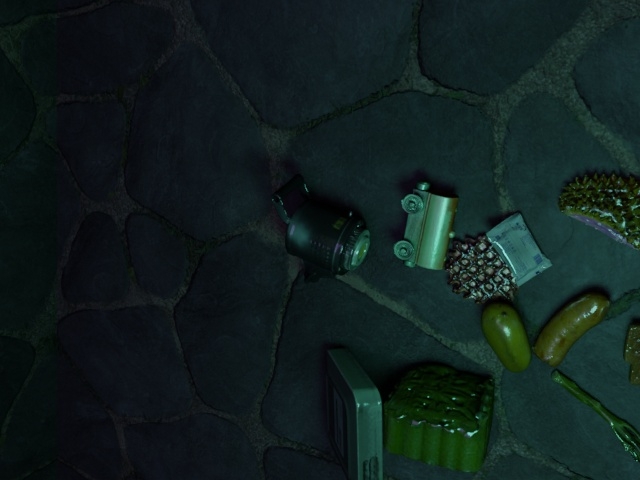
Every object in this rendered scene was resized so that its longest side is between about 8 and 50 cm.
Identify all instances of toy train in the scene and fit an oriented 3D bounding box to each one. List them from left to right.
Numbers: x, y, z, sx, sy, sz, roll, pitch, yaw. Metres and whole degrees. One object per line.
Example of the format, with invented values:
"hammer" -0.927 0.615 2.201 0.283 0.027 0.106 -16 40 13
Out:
"toy train" 0.336 -0.040 1.798 0.177 0.116 0.286 16 110 22

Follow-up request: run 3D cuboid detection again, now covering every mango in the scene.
"mango" 0.568 0.303 1.756 0.156 0.114 0.251 17 129 67

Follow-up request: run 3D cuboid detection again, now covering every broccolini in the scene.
"broccolini" 0.849 0.546 1.718 0.392 0.074 0.079 39 111 11

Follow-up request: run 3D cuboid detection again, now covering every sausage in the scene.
"sausage" 0.735 0.251 1.683 0.109 0.109 0.270 40 119 12

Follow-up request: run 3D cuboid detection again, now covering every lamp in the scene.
"lamp" 0.027 -0.019 1.908 0.272 0.205 0.374 4 122 31

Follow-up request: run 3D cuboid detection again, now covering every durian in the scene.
"durian" 0.820 -0.078 1.542 0.341 0.112 0.191 34 118 18

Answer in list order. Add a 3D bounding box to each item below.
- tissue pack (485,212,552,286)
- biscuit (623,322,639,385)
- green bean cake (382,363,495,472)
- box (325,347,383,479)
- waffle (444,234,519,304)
"tissue pack" 0.588 0.025 1.704 0.122 0.026 0.193 -33 94 0
"biscuit" 0.975 0.338 1.605 0.278 0.043 0.301 -40 91 28
"green bean cake" 0.375 0.541 1.811 0.319 0.335 0.218 6 107 20
"box" 0.104 0.611 1.967 0.111 0.396 0.396 -5 104 -14
"waffle" 0.503 0.091 1.786 0.234 0.055 0.221 0 102 22
